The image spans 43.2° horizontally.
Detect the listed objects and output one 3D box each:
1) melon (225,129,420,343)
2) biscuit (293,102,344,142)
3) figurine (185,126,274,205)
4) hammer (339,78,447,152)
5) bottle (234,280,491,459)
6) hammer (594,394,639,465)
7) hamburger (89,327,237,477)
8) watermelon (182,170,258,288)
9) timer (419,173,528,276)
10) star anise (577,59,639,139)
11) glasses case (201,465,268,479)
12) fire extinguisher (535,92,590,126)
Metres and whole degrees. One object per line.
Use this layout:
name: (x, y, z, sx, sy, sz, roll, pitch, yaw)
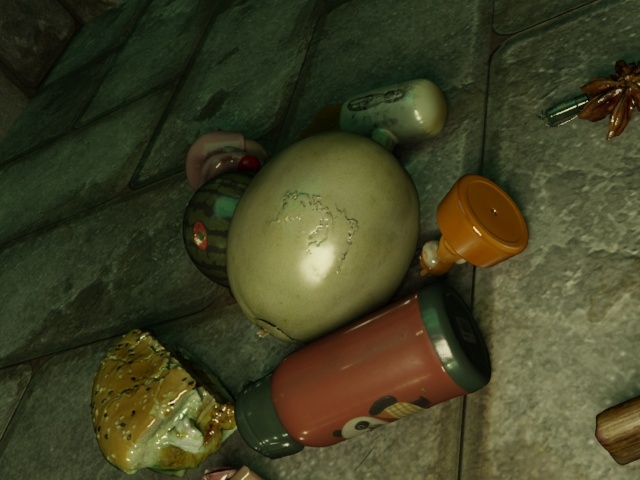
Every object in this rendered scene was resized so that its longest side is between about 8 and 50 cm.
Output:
melon: (0.000, 0.000, 1.176, 0.269, 0.268, 0.330, 19, 72, 53)
biscuit: (0.001, -0.185, 1.602, 0.166, 0.036, 0.225, -3, 51, 44)
figurine: (-0.176, -0.123, 1.592, 0.287, 0.186, 0.176, -114, 31, -75)
hammer: (0.098, -0.145, 1.407, 0.202, 0.113, 0.305, -8, 50, 43)
bottle: (0.041, 0.181, 1.048, 0.336, 0.144, 0.144, -27, 35, 22)
hammer: (0.424, 0.104, 0.725, 0.409, 0.242, 0.095, -35, 34, 34)
hamburger: (-0.244, 0.252, 1.213, 0.192, 0.167, 0.288, -46, 34, -12)
watermelon: (-0.127, -0.016, 1.378, 0.212, 0.212, 0.212, -26, 36, 21)
timer: (0.195, 0.001, 1.145, 0.152, 0.132, 0.132, -44, 26, 39)
star anise: (0.452, -0.215, 1.173, 0.168, 0.057, 0.167, -26, 35, 19)
glasses case: (-0.155, 0.364, 1.059, 0.193, 0.102, 0.070, -44, 27, -5)
fire extinguisher: (0.378, -0.199, 1.257, 0.083, 0.025, 0.038, -20, 61, 27)
